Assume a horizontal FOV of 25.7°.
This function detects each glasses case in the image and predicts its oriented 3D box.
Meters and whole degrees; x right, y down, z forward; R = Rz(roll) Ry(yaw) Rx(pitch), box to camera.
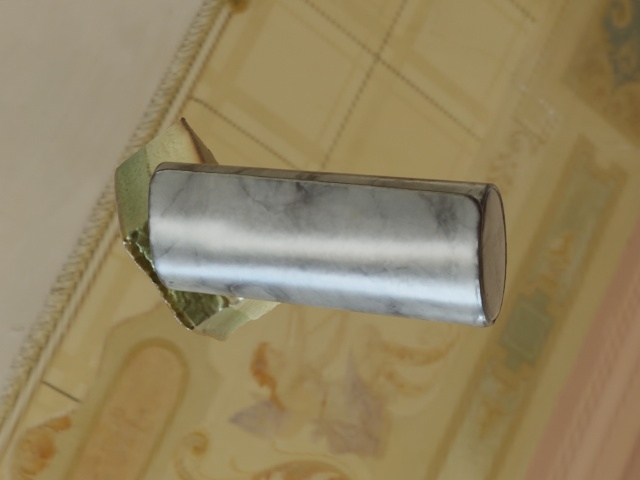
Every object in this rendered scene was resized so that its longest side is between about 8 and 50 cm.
[{"bbox_3d":[0.000,0.000,1.120,0.060,0.299,0.114,-31,-58,-57],"label":"glasses case"}]

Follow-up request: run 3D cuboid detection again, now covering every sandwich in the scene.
[{"bbox_3d":[-0.128,-0.023,1.334,0.108,0.186,0.220,-33,-102,2],"label":"sandwich"}]
